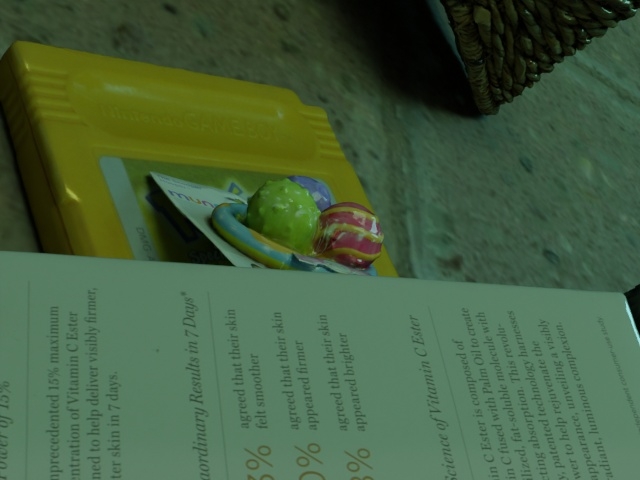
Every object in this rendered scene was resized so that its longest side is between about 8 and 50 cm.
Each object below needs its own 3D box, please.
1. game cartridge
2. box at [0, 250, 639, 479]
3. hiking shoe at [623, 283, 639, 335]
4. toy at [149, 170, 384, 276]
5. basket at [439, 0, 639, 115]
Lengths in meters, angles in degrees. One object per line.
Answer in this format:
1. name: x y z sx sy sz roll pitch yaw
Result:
1. game cartridge: -0.057 0.013 0.856 0.285 0.052 0.324 3 55 -43
2. box: -0.013 0.145 0.573 0.345 0.168 0.215 5 48 -17
3. hiking shoe: 0.389 0.118 1.148 0.304 0.113 0.132 17 48 -31
4. toy: 0.000 0.000 0.755 0.137 0.056 0.237 18 17 -34
5. basket: 0.138 -0.304 1.182 0.213 0.223 0.299 11 55 -44
